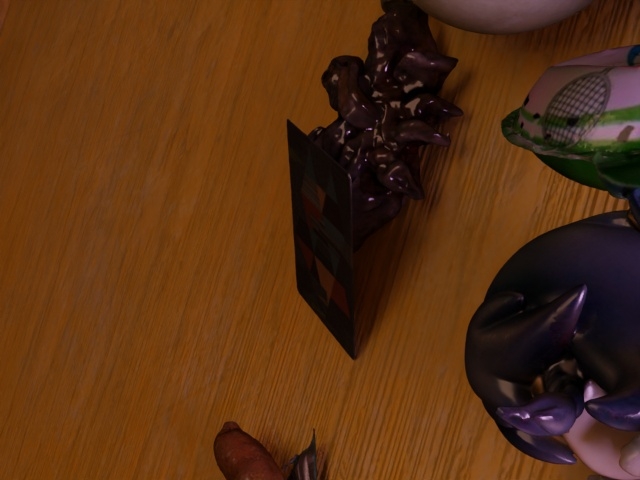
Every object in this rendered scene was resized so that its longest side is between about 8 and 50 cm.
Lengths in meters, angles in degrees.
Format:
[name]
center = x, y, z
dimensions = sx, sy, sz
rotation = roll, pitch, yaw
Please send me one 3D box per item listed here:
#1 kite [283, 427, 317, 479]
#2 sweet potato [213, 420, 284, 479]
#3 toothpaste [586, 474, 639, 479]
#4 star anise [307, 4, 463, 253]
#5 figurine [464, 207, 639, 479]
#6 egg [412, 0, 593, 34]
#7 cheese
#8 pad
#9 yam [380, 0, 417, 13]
[kite]
center = -0.073, 0.380, 0.862
dimensions = 0.368, 0.014, 0.406
rotation = 41, 108, 53
[sweet potato]
center = -0.058, 0.249, 0.847
dimensions = 0.056, 0.056, 0.195
rotation = -56, 44, 19
[toothpaste]
center = 0.276, 0.175, 0.467
dimensions = 0.323, 0.066, 0.100
rotation = -22, 52, 51
[star anise]
center = 0.046, -0.121, 0.862
dimensions = 0.214, 0.098, 0.220
rotation = -37, 48, 32
[figurine]
center = 0.200, 0.077, 0.504
dimensions = 0.265, 0.175, 0.197
rotation = 5, 51, 53
[egg]
center = 0.150, -0.268, 0.717
dimensions = 0.253, 0.186, 0.187
rotation = 21, 92, 54
[cheese]
center = 0.214, -0.069, 0.517
dimensions = 0.320, 0.203, 0.083
rotation = -67, -31, -67
[pad]
center = 0.000, 0.000, 0.845
dimensions = 0.143, 0.003, 0.212
rotation = -132, 32, -51
[yam]
center = 0.106, -0.386, 0.927
dimensions = 0.071, 0.067, 0.318
rotation = -27, 52, 60
